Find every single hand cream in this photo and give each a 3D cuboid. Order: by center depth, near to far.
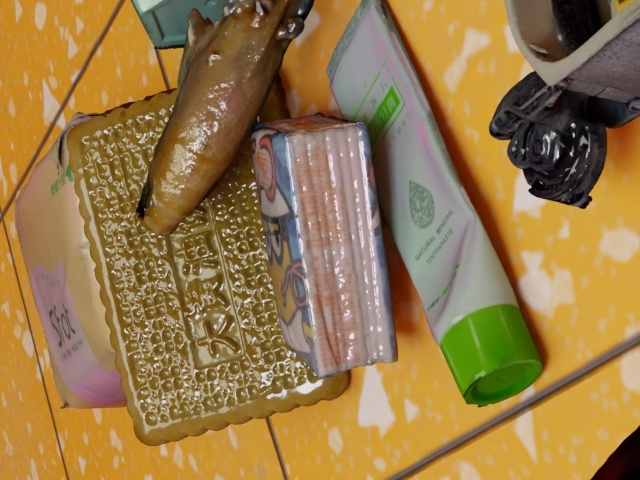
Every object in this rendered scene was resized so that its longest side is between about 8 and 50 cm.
[{"bbox_3d":[0.061,-0.031,0.839,0.079,0.050,0.275,-38,56,26],"label":"hand cream"}]

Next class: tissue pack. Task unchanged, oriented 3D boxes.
[{"bbox_3d":[0.000,0.000,0.886,0.115,0.065,0.155,-152,51,-74],"label":"tissue pack"},{"bbox_3d":[-0.173,0.023,1.169,0.257,0.123,0.215,145,112,-65],"label":"tissue pack"}]

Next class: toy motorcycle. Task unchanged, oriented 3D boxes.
[{"bbox_3d":[0.153,-0.121,0.612,0.263,0.091,0.157,-36,58,55],"label":"toy motorcycle"}]

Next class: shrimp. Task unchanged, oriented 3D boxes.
[{"bbox_3d":[-0.065,-0.127,0.923,0.262,0.066,0.117,-61,29,5],"label":"shrimp"}]

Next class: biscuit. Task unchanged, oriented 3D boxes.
[{"bbox_3d":[-0.085,0.008,0.997,0.172,0.029,0.254,-17,80,16],"label":"biscuit"}]

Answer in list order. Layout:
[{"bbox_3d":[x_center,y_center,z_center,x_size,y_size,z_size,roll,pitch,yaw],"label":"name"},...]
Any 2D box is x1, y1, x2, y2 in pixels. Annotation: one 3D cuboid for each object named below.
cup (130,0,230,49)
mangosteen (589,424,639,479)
[{"bbox_3d":[-0.117,-0.261,0.997,0.148,0.134,0.235,-43,61,58],"label":"cup"},{"bbox_3d":[0.194,0.163,0.402,0.300,0.300,0.300,21,114,57],"label":"mangosteen"}]
